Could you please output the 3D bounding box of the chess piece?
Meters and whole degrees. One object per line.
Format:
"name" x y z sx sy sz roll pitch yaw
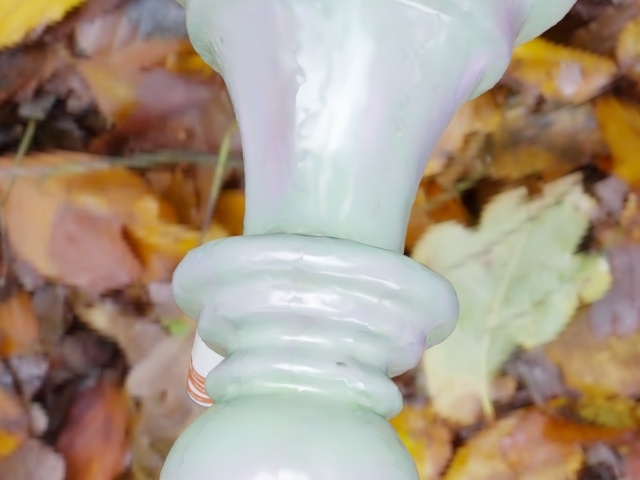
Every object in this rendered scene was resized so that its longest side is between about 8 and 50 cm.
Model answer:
"chess piece" 0.000 0.000 0.529 0.139 0.272 0.139 7 158 3

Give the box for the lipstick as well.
"lipstick" -0.080 0.083 1.471 0.038 0.038 0.131 6 147 -7
